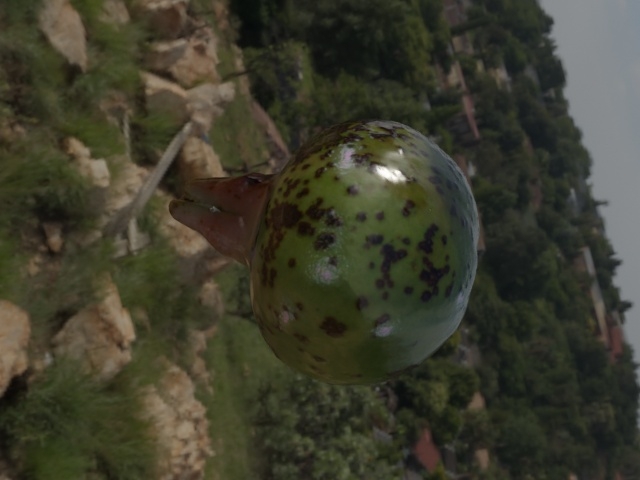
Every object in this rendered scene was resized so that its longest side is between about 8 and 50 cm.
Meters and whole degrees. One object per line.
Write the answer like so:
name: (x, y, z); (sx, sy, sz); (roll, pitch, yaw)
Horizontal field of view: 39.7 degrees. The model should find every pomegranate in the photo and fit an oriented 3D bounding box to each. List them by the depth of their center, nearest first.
pomegranate: (0.000, 0.000, 0.701); (0.214, 0.247, 0.214); (15, 90, -80)
